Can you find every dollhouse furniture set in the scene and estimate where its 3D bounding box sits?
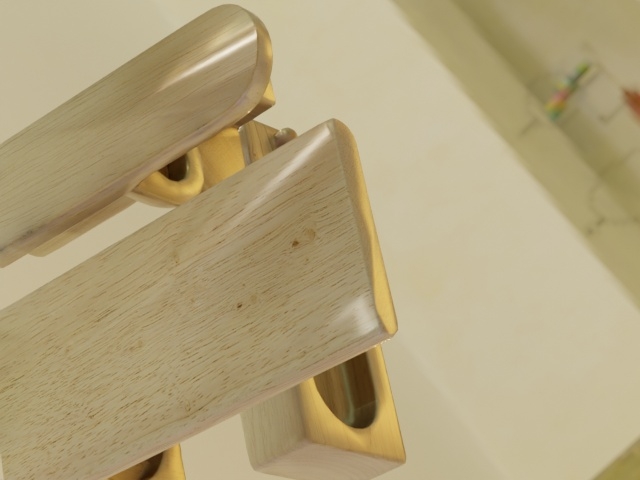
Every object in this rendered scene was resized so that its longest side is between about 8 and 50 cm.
[{"bbox_3d":[0.000,0.000,0.537,0.151,0.123,0.144,20,-130,-48],"label":"dollhouse furniture set"}]
